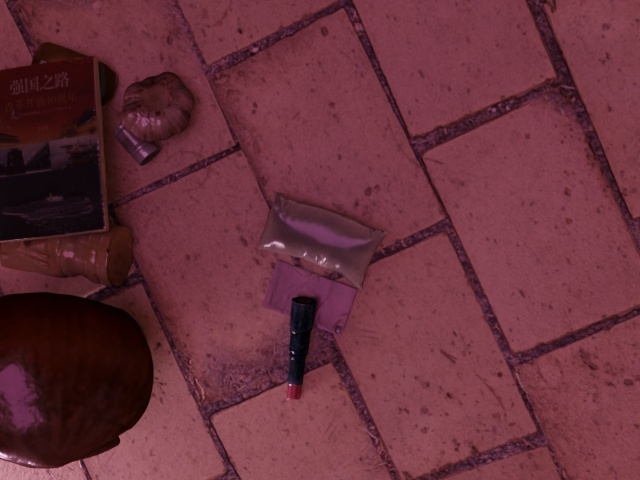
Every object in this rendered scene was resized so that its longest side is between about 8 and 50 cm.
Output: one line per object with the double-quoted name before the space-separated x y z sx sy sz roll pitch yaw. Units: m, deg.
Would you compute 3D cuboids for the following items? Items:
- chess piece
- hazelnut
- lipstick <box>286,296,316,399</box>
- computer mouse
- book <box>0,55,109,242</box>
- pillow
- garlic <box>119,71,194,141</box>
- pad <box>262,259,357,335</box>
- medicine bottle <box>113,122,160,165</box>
"chess piece" -0.570 0.021 1.674 0.301 0.137 0.137 5 97 12
"hazelnut" -0.553 0.289 1.570 0.410 0.359 0.358 10 99 -19
"lipstick" -0.051 0.239 1.656 0.054 0.053 0.234 10 104 7
"computer mouse" -0.539 -0.359 1.655 0.199 0.045 0.102 24 97 4
"book" -0.581 -0.190 1.617 0.263 0.028 0.373 -6 86 12
"pillow" 0.000 0.001 1.607 0.254 0.078 0.144 20 109 6
"garlic" -0.342 -0.277 1.608 0.147 0.102 0.159 32 72 6
"pad" -0.024 0.124 1.660 0.188 0.006 0.113 20 100 7
"medicine bottle" -0.396 -0.213 1.645 0.058 0.058 0.091 -40 90 10
